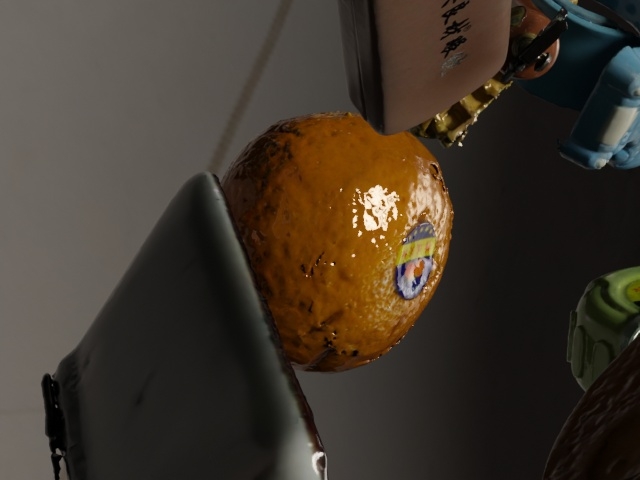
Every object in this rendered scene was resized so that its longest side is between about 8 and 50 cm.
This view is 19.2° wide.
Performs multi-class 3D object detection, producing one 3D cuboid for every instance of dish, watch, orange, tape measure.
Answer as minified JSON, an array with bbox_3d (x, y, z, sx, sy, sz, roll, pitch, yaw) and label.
[{"bbox_3d":[-0.046,0.100,0.638,0.080,0.243,0.182,-10,112,-6],"label":"dish"},{"bbox_3d":[0.220,-0.175,1.509,0.211,0.211,0.193,-43,67,-6],"label":"watch"},{"bbox_3d":[-0.001,-0.001,0.954,0.117,0.135,0.136,11,80,25],"label":"orange"},{"bbox_3d":[0.240,0.071,1.236,0.177,0.154,0.087,-8,113,-31],"label":"tape measure"}]

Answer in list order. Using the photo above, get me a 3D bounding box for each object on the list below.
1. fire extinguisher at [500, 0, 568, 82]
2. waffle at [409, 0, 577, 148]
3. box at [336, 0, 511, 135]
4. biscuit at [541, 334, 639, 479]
[{"bbox_3d":[0.134,-0.142,1.281,0.050,0.177,0.062,41,100,-12],"label":"fire extinguisher"},{"bbox_3d":[0.148,-0.166,1.724,0.160,0.046,0.192,16,73,-14],"label":"waffle"},{"bbox_3d":[0.028,-0.066,0.507,0.048,0.115,0.025,-36,70,-11],"label":"box"},{"bbox_3d":[0.190,0.092,0.906,0.049,0.181,0.208,47,46,-17],"label":"biscuit"}]
